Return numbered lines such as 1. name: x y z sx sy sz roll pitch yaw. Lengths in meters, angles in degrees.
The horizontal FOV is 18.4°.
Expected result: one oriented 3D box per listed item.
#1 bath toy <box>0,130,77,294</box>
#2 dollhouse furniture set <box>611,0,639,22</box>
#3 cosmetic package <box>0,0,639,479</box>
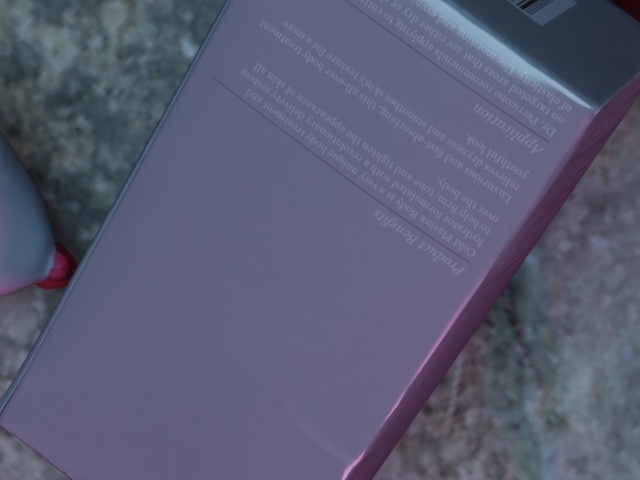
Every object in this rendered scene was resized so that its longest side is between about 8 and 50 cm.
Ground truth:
1. bath toy: -0.207 0.098 0.747 0.151 0.129 0.348 25 87 51
2. dollhouse furniture set: 0.228 -0.222 0.664 0.374 0.201 0.152 -44 82 -2
3. cosmetic package: 0.000 0.000 0.691 0.127 0.107 0.238 38 120 8
